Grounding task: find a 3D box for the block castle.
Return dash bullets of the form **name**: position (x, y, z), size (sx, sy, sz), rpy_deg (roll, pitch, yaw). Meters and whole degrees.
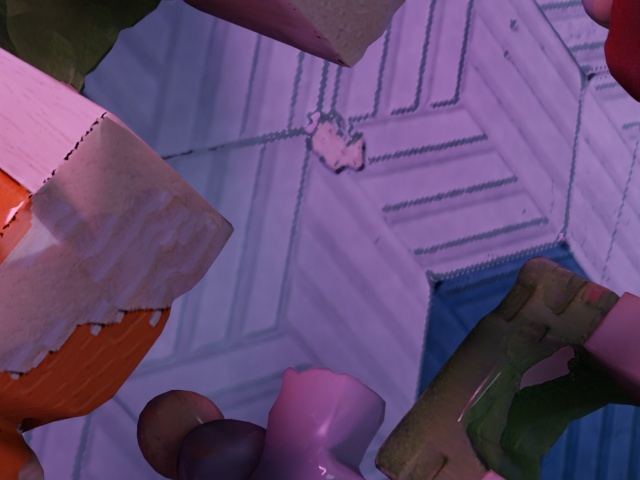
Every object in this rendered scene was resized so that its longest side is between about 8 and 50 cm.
- **block castle**: position (0.000, 0.000, 0.510), size (0.453, 0.213, 0.303), rpy_deg (-52, 126, -5)
